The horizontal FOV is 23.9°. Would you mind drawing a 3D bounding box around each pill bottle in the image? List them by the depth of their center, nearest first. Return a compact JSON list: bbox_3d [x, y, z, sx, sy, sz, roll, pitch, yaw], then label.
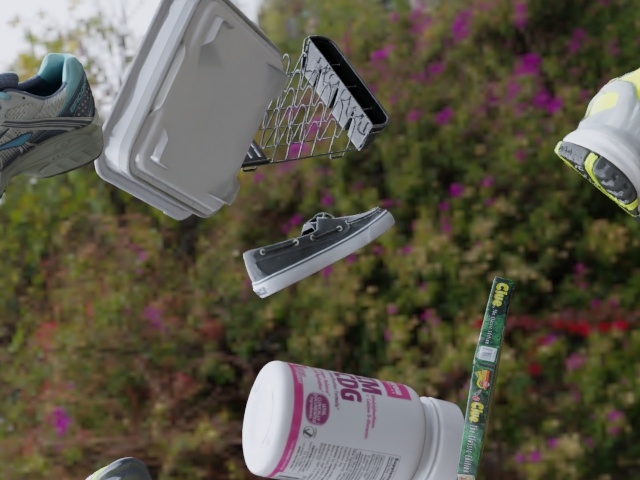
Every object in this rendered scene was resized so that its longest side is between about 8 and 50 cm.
[{"bbox_3d":[0.048,0.268,2.112,0.160,0.283,0.160,-168,90,-70],"label":"pill bottle"}]

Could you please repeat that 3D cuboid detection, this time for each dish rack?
[{"bbox_3d":[-0.148,-0.170,1.947,0.285,0.072,0.333,-65,-22,-3],"label":"dish rack"},{"bbox_3d":[-0.060,-0.198,2.213,0.208,0.272,0.074,55,141,33],"label":"dish rack"}]

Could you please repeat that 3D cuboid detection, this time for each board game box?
[{"bbox_3d":[0.196,0.179,1.825,0.259,0.030,0.136,92,-165,-47],"label":"board game box"}]

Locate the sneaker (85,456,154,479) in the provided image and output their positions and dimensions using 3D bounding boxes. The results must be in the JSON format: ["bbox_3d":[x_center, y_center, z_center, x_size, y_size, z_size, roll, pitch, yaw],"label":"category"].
[{"bbox_3d":[-0.196,0.313,1.604,0.111,0.121,0.300,51,-168,-18],"label":"sneaker"}]

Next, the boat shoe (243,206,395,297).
[{"bbox_3d":[0.000,0.000,1.236,0.142,0.049,0.040,-28,-86,-29],"label":"boat shoe"}]

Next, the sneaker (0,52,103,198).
[{"bbox_3d":[-0.346,-0.109,1.517,0.283,0.110,0.122,-32,-48,-40],"label":"sneaker"}]

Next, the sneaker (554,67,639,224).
[{"bbox_3d":[0.357,-0.108,1.665,0.147,0.145,0.385,-52,-5,7],"label":"sneaker"}]
